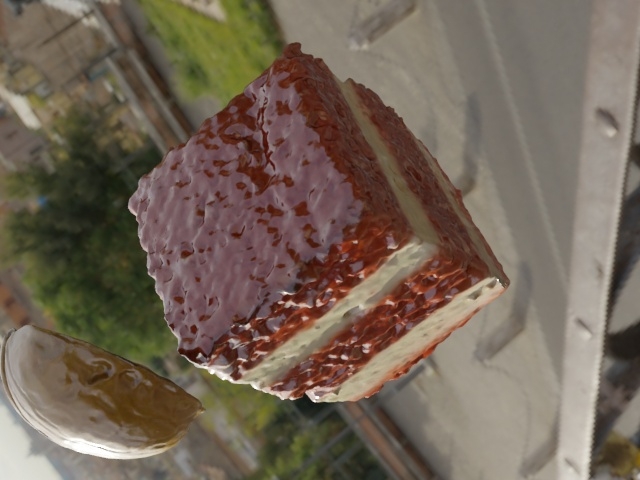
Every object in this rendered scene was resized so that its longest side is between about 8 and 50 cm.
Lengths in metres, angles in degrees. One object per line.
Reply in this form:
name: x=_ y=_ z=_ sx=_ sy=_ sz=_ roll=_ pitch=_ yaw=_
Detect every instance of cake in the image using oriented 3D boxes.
cake: x=0.000 y=0.000 z=1.290 sx=0.319 sy=0.269 sz=0.270 roll=26 pitch=-148 yaw=-49

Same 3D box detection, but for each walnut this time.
walnut: x=-0.224 y=0.162 z=1.158 sx=0.211 sy=0.087 sz=0.167 roll=22 pitch=153 yaw=-4
